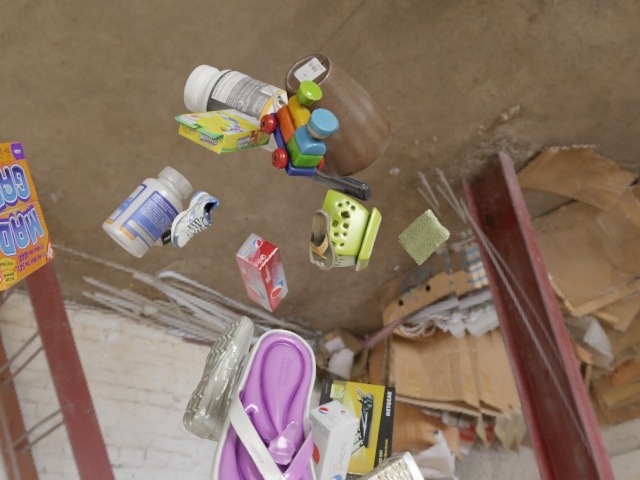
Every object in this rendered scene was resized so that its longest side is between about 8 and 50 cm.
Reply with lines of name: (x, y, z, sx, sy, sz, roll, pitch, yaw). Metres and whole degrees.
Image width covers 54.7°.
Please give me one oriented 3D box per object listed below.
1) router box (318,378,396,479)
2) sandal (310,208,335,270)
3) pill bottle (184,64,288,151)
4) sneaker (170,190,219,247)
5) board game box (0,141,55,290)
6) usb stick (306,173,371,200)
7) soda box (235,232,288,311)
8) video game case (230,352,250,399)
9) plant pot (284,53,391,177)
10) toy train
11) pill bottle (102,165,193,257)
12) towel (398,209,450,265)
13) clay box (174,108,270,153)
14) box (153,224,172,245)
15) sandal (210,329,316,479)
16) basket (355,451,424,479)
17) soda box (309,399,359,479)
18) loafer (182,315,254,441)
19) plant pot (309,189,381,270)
router box: (0.105, 0.599, 1.945, 0.243, 0.309, 0.081, 5, 137, 5)
sandal: (0.000, 0.000, 1.785, 0.072, 0.180, 0.049, 0, -170, 24)
pill bottle: (-0.210, -0.355, 1.636, 0.278, 0.162, 0.162, 25, 151, 17)
sneaker: (-0.252, -0.041, 1.250, 0.058, 0.135, 0.052, 16, 155, 26)
board game box: (-0.988, -0.046, 1.645, 0.356, 0.356, 0.356, -13, 102, -2)
usb stick: (0.037, -0.200, 2.002, 0.278, 0.045, 0.077, 24, 153, 25)
soda box: (-0.159, 0.095, 1.717, 0.092, 0.083, 0.263, 30, 155, 20)
video game case: (-0.116, 0.384, 1.464, 0.023, 0.193, 0.212, -41, 102, 14)
plant pot: (0.019, -0.293, 1.373, 0.215, 0.215, 0.230, -16, 143, 18)
toy train: (-0.048, -0.262, 1.223, 0.105, 0.248, 0.143, -1, 149, -33)
pill bottle: (-0.521, -0.094, 1.904, 0.152, 0.272, 0.152, 35, 162, 13)
towel: (0.296, -0.010, 1.783, 0.027, 0.110, 0.148, -17, 154, -48)
clay box: (-0.228, -0.256, 1.448, 0.127, 0.222, 0.053, 28, 117, 22)
box: (-0.574, -0.034, 2.187, 0.190, 0.184, 0.045, 1, 115, 27)
sandal: (-0.076, 0.298, 0.973, 0.169, 0.416, 0.102, 12, 133, -14)
basket: (0.145, 0.498, 1.155, 0.103, 0.167, 0.113, -19, 163, -21)
soda box: (0.007, 0.417, 1.173, 0.074, 0.069, 0.216, -9, 119, -40)
loafer: (-0.235, 0.342, 1.551, 0.111, 0.319, 0.112, 37, 148, -26)
plant pot: (0.092, -0.019, 2.189, 0.207, 0.227, 0.228, 16, 165, 4)
